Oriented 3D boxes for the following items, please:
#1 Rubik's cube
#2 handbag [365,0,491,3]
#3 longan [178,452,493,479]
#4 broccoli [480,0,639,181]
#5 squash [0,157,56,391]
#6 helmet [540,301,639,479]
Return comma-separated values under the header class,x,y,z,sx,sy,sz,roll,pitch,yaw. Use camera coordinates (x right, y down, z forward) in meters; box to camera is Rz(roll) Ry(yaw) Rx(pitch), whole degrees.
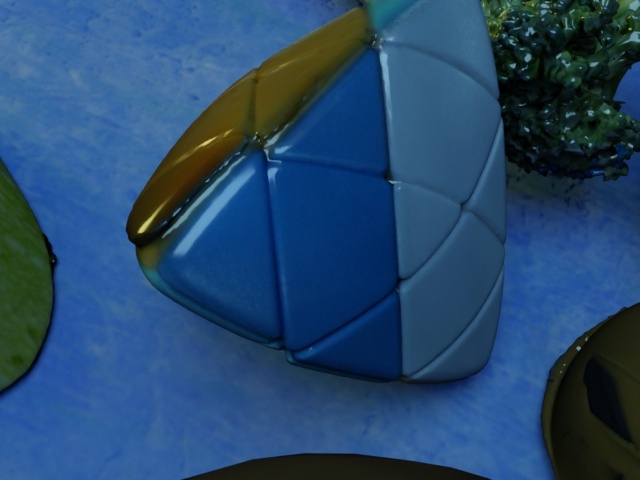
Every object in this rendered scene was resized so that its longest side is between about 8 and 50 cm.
class,x,y,z,sx,sy,sz,roll,pitch,yaw
Rubik's cube,0.000,0.000,0.596,0.255,0.254,0.254,-1,65,2
handbag,0.051,-0.321,0.729,0.237,0.160,0.358,-39,68,-8
longan,0.022,0.263,0.364,0.405,0.404,0.336,18,31,11
broccoli,0.162,-0.115,0.611,0.160,0.167,0.154,-43,44,1
squash,-0.304,0.026,0.661,0.237,0.155,0.204,-37,32,-12
helmet,0.236,0.112,0.535,0.198,0.130,0.224,-35,67,-16
